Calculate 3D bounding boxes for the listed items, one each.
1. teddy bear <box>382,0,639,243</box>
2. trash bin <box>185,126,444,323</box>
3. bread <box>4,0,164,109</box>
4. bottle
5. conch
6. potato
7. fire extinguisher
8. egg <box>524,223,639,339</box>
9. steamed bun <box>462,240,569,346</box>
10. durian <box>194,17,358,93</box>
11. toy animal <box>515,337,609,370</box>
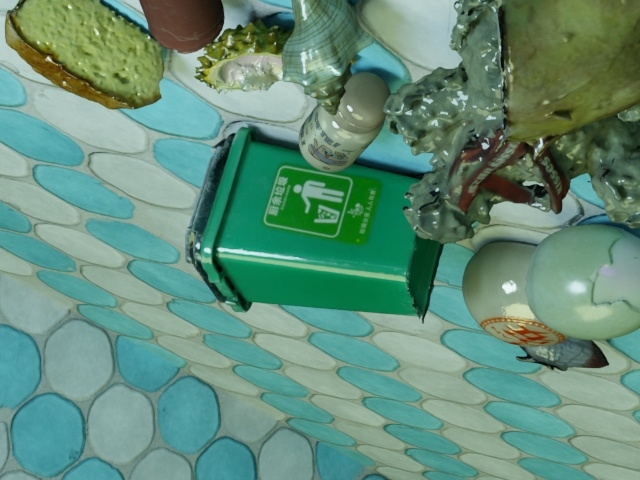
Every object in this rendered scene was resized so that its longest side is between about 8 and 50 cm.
[{"bbox_3d":[0.241,-0.165,1.627,0.357,0.224,0.367,-3,151,18],"label":"teddy bear"},{"bbox_3d":[0.000,0.000,2.215,0.381,0.259,0.295,10,158,17],"label":"trash bin"},{"bbox_3d":[-0.356,-0.282,1.983,0.260,0.129,0.134,34,157,-32],"label":"bread"},{"bbox_3d":[0.033,-0.176,1.939,0.110,0.097,0.209,19,160,-9],"label":"bottle"},{"bbox_3d":[0.005,-0.269,1.712,0.114,0.234,0.137,-3,-165,-8],"label":"conch"},{"bbox_3d":[0.289,-0.243,1.314,0.237,0.301,0.289,-2,163,8],"label":"potato"},{"bbox_3d":[-0.207,-0.369,1.666,0.147,0.106,0.337,39,165,19],"label":"fire extinguisher"},{"bbox_3d":[0.432,0.065,2.082,0.217,0.183,0.183,7,157,32],"label":"egg"},{"bbox_3d":[0.350,0.107,2.324,0.232,0.145,0.232,18,160,6],"label":"steamed bun"},{"bbox_3d":[-0.061,-0.260,1.853,0.224,0.078,0.140,-3,158,-8],"label":"durian"},{"bbox_3d":[0.418,0.183,2.542,0.195,0.090,0.324,6,158,34],"label":"toy animal"}]
